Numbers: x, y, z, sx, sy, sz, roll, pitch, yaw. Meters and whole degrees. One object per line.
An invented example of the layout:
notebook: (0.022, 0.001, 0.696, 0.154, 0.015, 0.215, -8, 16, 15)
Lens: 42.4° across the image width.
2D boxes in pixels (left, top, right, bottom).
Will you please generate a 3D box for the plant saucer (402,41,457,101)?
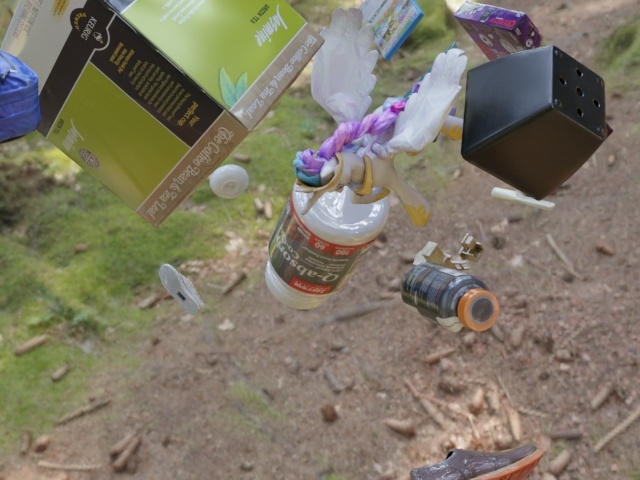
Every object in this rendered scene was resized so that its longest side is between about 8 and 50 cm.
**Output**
plant saucer: (0.201, -0.307, 1.614, 0.192, 0.018, 0.067, -46, 9, 40)

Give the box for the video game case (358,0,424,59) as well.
video game case: (0.140, -0.462, 1.673, 0.119, 0.015, 0.166, -49, 46, 32)

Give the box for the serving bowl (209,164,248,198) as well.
serving bowl: (-0.191, -0.119, 1.743, 0.083, 0.083, 0.027, -21, 43, 1)

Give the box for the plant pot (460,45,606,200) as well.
plant pot: (0.361, -0.205, 1.350, 0.167, 0.188, 0.187, -28, 44, 50)

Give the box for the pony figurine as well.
pony figurine: (0.118, -0.193, 1.468, 0.303, 0.351, 0.363, 31, 14, 34)

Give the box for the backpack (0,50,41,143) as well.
backpack: (-0.328, -0.139, 0.779, 0.120, 0.101, 0.098, -20, 50, -38)

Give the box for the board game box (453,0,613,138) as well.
board game box: (0.429, -0.337, 1.662, 0.056, 0.347, 0.208, -47, 31, 5)

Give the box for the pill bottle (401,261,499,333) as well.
pill bottle: (0.288, 0.129, 1.817, 0.130, 0.130, 0.246, -32, 19, -15)

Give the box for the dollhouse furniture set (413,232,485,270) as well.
dollhouse furniture set: (0.319, 0.019, 2.137, 0.101, 0.182, 0.161, 19, 66, 44)

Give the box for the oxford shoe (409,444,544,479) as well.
oxford shoe: (0.271, 0.382, 1.394, 0.271, 0.097, 0.098, -8, 46, -36)

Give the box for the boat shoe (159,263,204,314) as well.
boat shoe: (-0.232, 0.080, 1.393, 0.035, 0.100, 0.035, -41, -3, 23)

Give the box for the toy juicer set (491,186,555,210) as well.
toy juicer set: (0.506, -0.199, 2.006, 0.209, 0.089, 0.329, -2, 43, 39)

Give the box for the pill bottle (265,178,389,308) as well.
pill bottle: (0.000, 0.000, 1.832, 0.210, 0.363, 0.210, 8, 57, -13)

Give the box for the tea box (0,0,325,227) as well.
tea box: (-0.235, -0.242, 1.138, 0.329, 0.323, 0.220, -33, 18, 51)
